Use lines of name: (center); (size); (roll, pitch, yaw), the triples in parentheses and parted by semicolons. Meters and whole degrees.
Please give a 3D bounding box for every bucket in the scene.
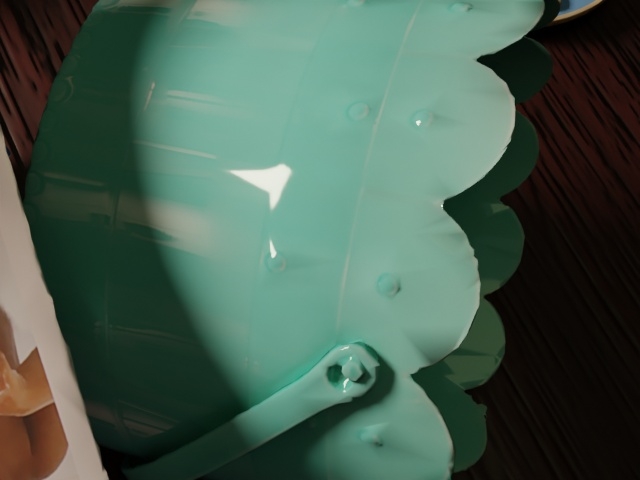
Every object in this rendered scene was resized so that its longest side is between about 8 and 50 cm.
bucket: (0.000, 0.000, 0.467); (0.183, 0.281, 0.281); (10, 62, 15)

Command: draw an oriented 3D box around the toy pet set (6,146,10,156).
toy pet set: (-0.248, -0.037, 0.577); (0.114, 0.065, 0.122); (-32, 67, 15)

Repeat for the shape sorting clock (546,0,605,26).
shape sorting clock: (0.137, -0.245, 0.738); (0.206, 0.040, 0.206); (4, 64, -8)

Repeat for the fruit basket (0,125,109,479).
fruit basket: (-0.248, 0.042, 0.344); (0.327, 0.165, 0.353); (-19, 80, 14)
